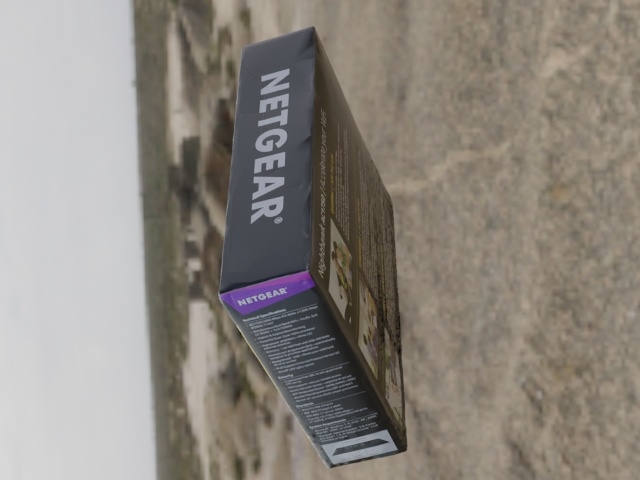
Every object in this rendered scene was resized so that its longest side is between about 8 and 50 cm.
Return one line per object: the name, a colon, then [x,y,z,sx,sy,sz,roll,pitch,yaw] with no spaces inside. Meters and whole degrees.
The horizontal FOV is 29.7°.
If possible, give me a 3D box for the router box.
router box: [0.000,0.000,0.596,0.179,0.046,0.133,-90,-20,-46]
